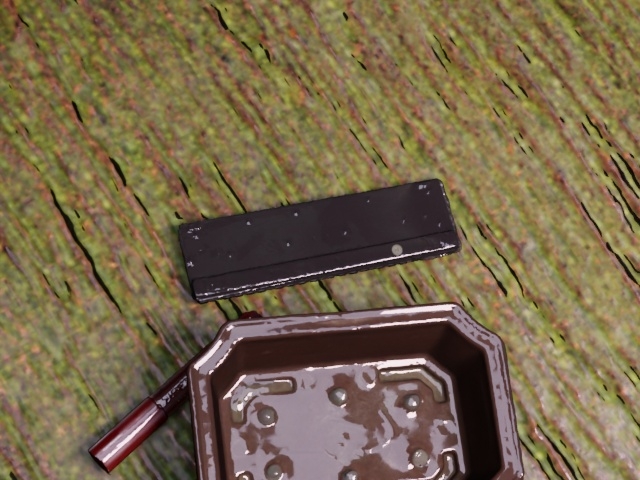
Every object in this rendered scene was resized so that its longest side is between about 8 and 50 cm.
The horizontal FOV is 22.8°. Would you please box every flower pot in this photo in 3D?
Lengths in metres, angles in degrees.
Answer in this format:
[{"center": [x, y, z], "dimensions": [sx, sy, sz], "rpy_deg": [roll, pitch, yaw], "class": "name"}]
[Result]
[{"center": [0.022, 0.149, 1.241], "dimensions": [0.251, 0.084, 0.178], "rpy_deg": [-4, 73, -10], "class": "flower pot"}]

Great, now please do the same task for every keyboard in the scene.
[{"center": [0.000, 0.000, 1.318], "dimensions": [0.231, 0.023, 0.072], "rpy_deg": [-11, 67, -11], "class": "keyboard"}]

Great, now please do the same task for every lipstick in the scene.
[{"center": [-0.111, 0.116, 1.263], "dimensions": [0.176, 0.027, 0.027], "rpy_deg": [-42, 82, -19], "class": "lipstick"}]
